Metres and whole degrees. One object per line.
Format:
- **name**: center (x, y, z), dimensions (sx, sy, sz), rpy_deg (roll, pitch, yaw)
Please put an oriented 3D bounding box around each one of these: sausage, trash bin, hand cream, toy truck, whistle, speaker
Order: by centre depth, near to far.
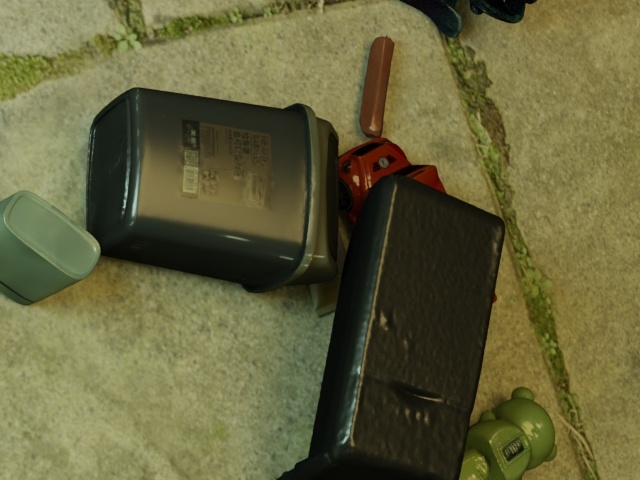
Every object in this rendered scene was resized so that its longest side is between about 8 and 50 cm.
- **trash bin**: center (-0.309, 0.009, 1.712), dimensions (0.116, 0.130, 0.059), rpy_deg (37, 58, -22)
- **trash bin**: center (-0.110, -0.057, 1.852), dimensions (0.290, 0.182, 0.210), rpy_deg (9, 73, -28)
- **speaker**: center (0.069, 0.137, 1.895), dimensions (0.180, 0.184, 0.388), rpy_deg (22, 71, -28)
- **hand cream**: center (0.000, 0.000, 2.003), dimensions (0.076, 0.047, 0.174), rpy_deg (-20, 98, -40)
- **toy truck**: center (0.115, -0.009, 2.040), dimensions (0.107, 0.114, 0.253), rpy_deg (-30, 97, -37)
- **whistle**: center (0.219, 0.268, 2.059), dimensions (0.227, 0.085, 0.105), rpy_deg (-29, 95, -39)
- **sausage**: center (0.073, -0.200, 2.113), dimensions (0.030, 0.035, 0.147), rpy_deg (47, 45, -56)

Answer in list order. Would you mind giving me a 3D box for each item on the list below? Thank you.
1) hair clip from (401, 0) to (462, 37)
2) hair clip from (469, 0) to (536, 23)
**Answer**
- **hair clip**: center (0.082, -0.362, 2.158), dimensions (0.275, 0.048, 0.083), rpy_deg (25, 68, -28)
- **hair clip**: center (0.266, -0.447, 2.210), dimensions (0.206, 0.194, 0.310), rpy_deg (43, 40, -13)
